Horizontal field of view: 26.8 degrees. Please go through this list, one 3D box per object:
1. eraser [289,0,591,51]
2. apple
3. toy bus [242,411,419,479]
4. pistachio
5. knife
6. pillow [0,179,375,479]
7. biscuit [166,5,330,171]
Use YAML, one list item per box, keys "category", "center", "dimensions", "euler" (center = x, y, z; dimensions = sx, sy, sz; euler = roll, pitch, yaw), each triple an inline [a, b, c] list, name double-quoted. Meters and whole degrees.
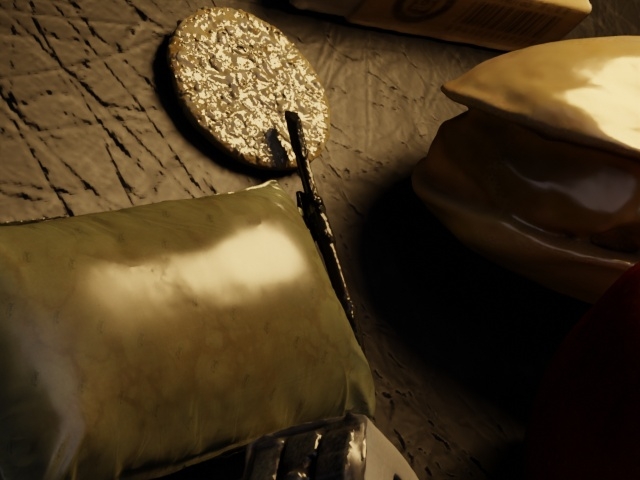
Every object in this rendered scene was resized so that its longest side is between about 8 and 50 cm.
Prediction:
- category: "eraser"
  center: [0.099, -0.266, 1.250]
  dimensions: [0.343, 0.078, 0.144]
  euler: [1, 59, -41]
- category: "apple"
  center: [0.289, 0.149, 0.923]
  dimensions: [0.288, 0.317, 0.288]
  euler: [6, 44, -6]
- category: "toy bus"
  center: [0.010, 0.269, 0.729]
  dimensions: [0.138, 0.097, 0.342]
  euler: [48, 33, -42]
- category: "pistachio"
  center: [0.231, -0.058, 1.108]
  dimensions: [0.321, 0.229, 0.238]
  euler: [5, 16, -34]
- category: "knife"
  center: [0.000, -0.002, 0.978]
  dimensions: [0.021, 0.045, 0.222]
  euler: [-14, 71, -6]
- category: "pillow"
  center: [-0.091, 0.057, 0.836]
  dimensions: [0.302, 0.075, 0.185]
  euler: [-10, 72, -45]
- category: "biscuit"
  center: [-0.055, -0.117, 1.041]
  dimensions: [0.152, 0.020, 0.152]
  euler: [20, 52, -29]
